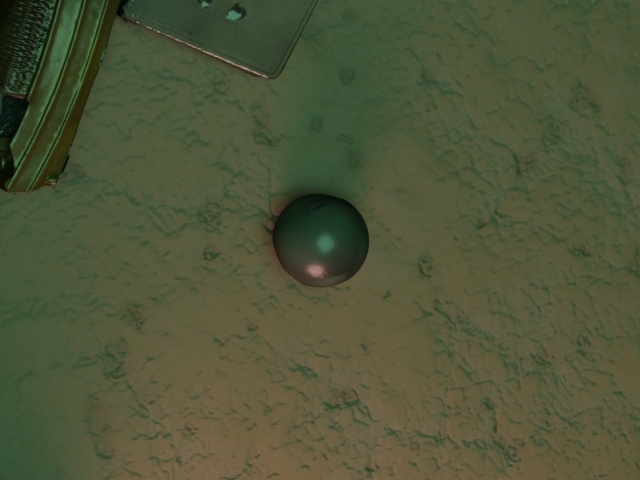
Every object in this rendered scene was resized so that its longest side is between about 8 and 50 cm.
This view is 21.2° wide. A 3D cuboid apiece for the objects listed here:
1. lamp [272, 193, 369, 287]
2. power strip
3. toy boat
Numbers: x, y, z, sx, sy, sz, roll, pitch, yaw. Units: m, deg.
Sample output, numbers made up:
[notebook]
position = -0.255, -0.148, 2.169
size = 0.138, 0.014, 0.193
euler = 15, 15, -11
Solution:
[lamp]
position = 0.000, 0.000, 1.854
size = 0.105, 0.105, 0.105
euler = -2, 100, -14
[power strip]
position = -0.092, -0.298, 1.798
size = 0.198, 0.064, 0.213
euler = 23, 107, -19
[toy boat]
position = -0.286, -0.200, 1.751
size = 0.115, 0.089, 0.310
euler = 18, 95, -25
